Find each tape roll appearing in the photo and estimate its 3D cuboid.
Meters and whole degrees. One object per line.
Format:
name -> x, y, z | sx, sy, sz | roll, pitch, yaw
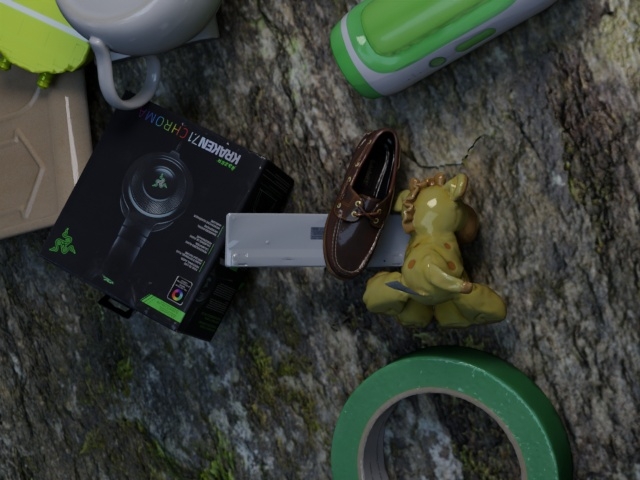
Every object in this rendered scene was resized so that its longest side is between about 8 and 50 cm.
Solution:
tape roll -> 0.173, 0.305, 1.651 | 0.321, 0.077, 0.321 | 4, 99, 24

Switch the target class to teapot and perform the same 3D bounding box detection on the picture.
teapot -> -0.219, -0.342, 1.626 | 0.256, 0.187, 0.252 | -29, 65, 15

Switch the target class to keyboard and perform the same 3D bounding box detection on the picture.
keyboard -> 0.000, 0.000, 1.636 | 0.256, 0.014, 0.072 | 0, 94, -14

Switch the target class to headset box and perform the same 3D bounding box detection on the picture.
headset box -> -0.218, -0.024, 1.707 | 0.246, 0.131, 0.283 | 28, 88, 20

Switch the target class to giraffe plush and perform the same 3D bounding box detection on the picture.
giraffe plush -> 0.145, 0.007, 1.582 | 0.181, 0.210, 0.170 | -1, 69, 22

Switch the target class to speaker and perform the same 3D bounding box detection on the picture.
speaker -> 0.160, -0.293, 1.539 | 0.296, 0.131, 0.131 | -27, 86, 26

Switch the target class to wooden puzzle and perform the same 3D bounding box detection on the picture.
wooden puzzle -> -0.497, -0.154, 1.873 | 0.348, 0.080, 0.322 | -12, 79, 22

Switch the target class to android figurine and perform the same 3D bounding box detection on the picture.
android figurine -> -0.378, -0.351, 1.739 | 0.248, 0.056, 0.273 | 23, 105, 0

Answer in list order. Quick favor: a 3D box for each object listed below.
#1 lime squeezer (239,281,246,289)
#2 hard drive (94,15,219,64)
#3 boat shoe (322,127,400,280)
lime squeezer -> -0.249, -0.019, 1.812 | 0.110, 0.059, 0.310 | -44, 78, 25
hard drive -> -0.264, -0.424, 1.766 | 0.203, 0.040, 0.307 | -8, 94, 26
boat shoe -> 0.056, -0.051, 1.607 | 0.073, 0.073, 0.207 | 16, 77, -13
